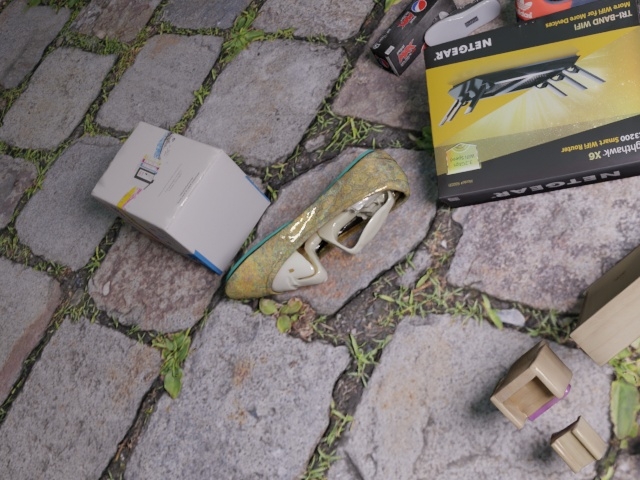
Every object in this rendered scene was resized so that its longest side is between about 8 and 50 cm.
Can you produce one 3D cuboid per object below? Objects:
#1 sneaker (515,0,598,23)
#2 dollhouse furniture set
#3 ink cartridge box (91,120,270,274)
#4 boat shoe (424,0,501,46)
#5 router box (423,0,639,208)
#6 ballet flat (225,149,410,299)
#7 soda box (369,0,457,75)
[{"bbox_3d":[0.445,-0.464,1.145,0.350,0.148,0.131,-47,50,-4],"label":"sneaker"},{"bbox_3d":[0.416,0.179,0.823,0.303,0.198,0.286,47,115,10],"label":"dollhouse furniture set"},{"bbox_3d":[-0.252,-0.078,1.295,0.232,0.171,0.168,23,75,38],"label":"ink cartridge box"},{"bbox_3d":[0.251,-0.389,1.283,0.142,0.049,0.040,-24,34,14],"label":"boat shoe"},{"bbox_3d":[0.316,-0.195,1.052,0.308,0.081,0.243,-10,77,25],"label":"router box"},{"bbox_3d":[0.000,0.000,1.147,0.348,0.123,0.123,-41,50,2],"label":"ballet flat"},{"bbox_3d":[0.171,-0.383,1.312,0.169,0.060,0.053,-49,49,-4],"label":"soda box"}]
